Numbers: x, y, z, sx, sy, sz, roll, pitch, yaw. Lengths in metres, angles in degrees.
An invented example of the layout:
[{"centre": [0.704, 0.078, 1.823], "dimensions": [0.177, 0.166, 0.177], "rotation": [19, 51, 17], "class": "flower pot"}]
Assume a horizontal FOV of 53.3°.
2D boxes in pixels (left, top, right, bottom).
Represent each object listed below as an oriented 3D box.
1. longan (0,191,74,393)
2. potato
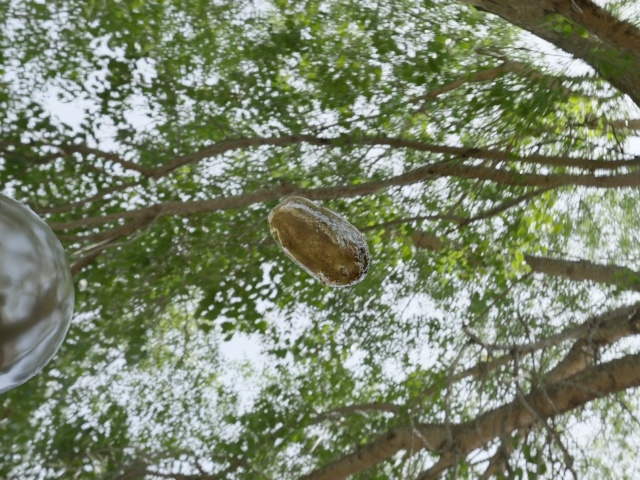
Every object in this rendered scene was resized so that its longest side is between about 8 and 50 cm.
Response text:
[{"centre": [-0.571, 0.066, 0.958], "dimensions": [0.404, 0.404, 0.336], "rotation": [44, -83, 6], "class": "longan"}, {"centre": [0.000, 0.000, 0.461], "dimensions": [0.083, 0.051, 0.040], "rotation": [37, -46, -2], "class": "potato"}]
